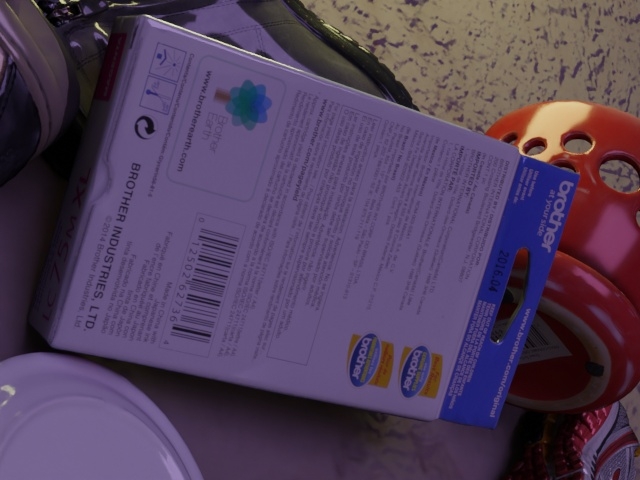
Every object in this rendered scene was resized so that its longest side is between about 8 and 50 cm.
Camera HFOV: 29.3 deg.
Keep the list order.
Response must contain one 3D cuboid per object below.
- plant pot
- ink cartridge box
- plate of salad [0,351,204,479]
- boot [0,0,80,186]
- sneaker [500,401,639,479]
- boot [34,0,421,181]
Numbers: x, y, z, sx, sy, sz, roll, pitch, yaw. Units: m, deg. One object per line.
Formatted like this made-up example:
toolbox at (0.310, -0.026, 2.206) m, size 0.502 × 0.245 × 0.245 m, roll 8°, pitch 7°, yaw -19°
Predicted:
plant pot at (0.175, 0.022, 0.902) m, size 0.191 × 0.191 × 0.174 m, roll 43°, pitch 52°, yaw -18°
ink cartridge box at (0.000, 0.000, 0.740) m, size 0.311 × 0.065 × 0.186 m, roll 15°, pitch 93°, yaw -26°
plate of salad at (-0.129, 0.155, 0.636) m, size 0.200 × 0.048 × 0.200 m, roll 35°, pitch 41°, yaw -37°
boot at (-0.312, -0.108, 0.544) m, size 0.377 × 0.138 × 0.284 m, roll 49°, pitch 43°, yaw -21°
sneaker at (0.188, 0.191, 0.892) m, size 0.093 × 0.088 × 0.225 m, roll 52°, pitch 44°, yaw -14°
boot at (-0.077, -0.083, 0.790) m, size 0.338 × 0.118 × 0.222 m, roll 52°, pitch 50°, yaw -2°
